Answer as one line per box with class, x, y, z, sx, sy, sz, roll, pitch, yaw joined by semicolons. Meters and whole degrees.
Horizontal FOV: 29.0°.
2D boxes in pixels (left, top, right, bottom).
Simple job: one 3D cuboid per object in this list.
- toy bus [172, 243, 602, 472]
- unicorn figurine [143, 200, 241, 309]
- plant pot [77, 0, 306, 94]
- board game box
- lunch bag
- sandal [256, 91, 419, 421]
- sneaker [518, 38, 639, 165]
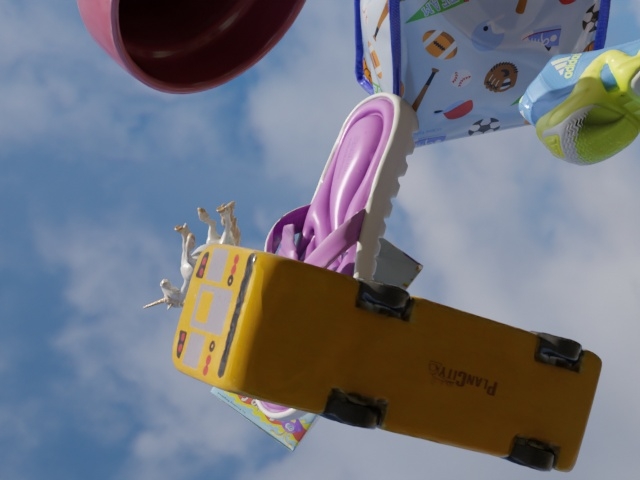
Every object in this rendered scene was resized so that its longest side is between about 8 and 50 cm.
toy bus;0.062;0.097;0.978;0.332;0.130;0.108;18;-96;-30
unicorn figurine;-0.160;0.022;1.620;0.162;0.111;0.060;-28;-142;-27
plant pot;-0.129;-0.244;0.976;0.201;0.201;0.180;-4;-145;-48
board game box;-0.004;0.120;1.664;0.142;0.275;0.144;35;-155;6
lunch bag;0.215;-0.353;1.695;0.328;0.385;0.239;-14;-134;-9
sandal;-0.009;0.003;1.407;0.102;0.169;0.416;32;-117;-28
sneaker;0.285;-0.160;1.134;0.240;0.091;0.126;-26;-144;-16
